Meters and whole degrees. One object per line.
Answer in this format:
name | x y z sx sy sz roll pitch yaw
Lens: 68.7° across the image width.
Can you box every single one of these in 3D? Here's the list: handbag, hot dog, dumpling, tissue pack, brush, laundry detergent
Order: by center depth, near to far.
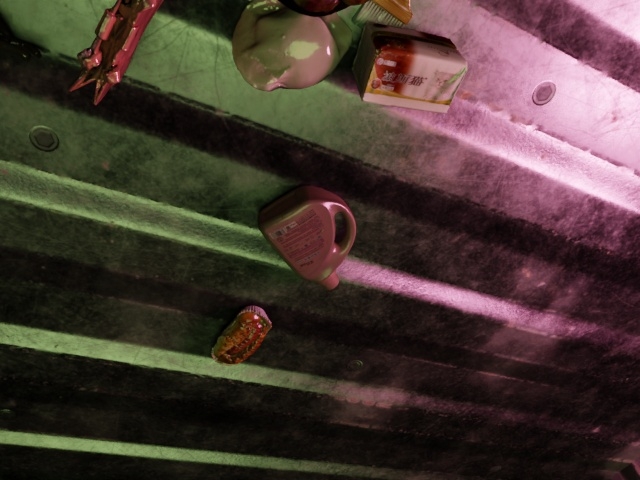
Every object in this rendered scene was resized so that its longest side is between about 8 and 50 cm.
handbag | -0.261 -0.299 0.637 0.059 0.157 0.212 30 115 -27
brush | 0.143 -0.410 0.717 0.083 0.010 0.218 25 121 -26
dumpling | -0.045 -0.308 0.719 0.177 0.092 0.150 -20 113 15
tissue pack | 0.139 -0.277 0.751 0.149 0.106 0.099 4 137 -13
laundry detergent | 0.000 0.000 0.955 0.171 0.076 0.237 -30 126 12
hot dog | -0.190 0.231 1.105 0.099 0.053 0.192 31 113 -24

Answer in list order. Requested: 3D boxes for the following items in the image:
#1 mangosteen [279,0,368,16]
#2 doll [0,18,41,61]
mangosteen | 0.014 -0.374 0.587 0.194 0.230 0.194 -19 139 -17
doll | -0.516 -0.288 0.668 0.139 0.057 0.165 -34 120 18
